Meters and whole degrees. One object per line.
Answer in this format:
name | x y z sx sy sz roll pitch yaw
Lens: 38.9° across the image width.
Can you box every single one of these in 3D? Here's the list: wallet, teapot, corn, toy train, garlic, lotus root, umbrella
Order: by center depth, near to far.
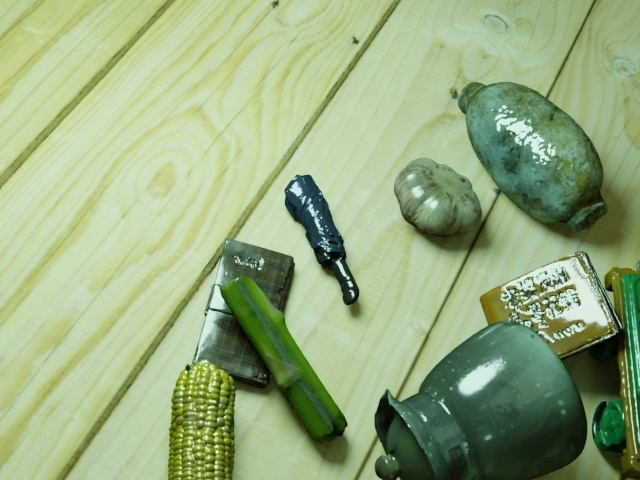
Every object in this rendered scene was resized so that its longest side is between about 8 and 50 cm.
corn | -0.160 0.308 1.236 0.101 0.101 0.291 1 57 -11
teapot | 0.210 0.298 1.298 0.285 0.305 0.223 -23 29 -16
toy train | 0.541 0.186 1.370 0.178 0.249 0.429 10 57 -6
wallet | -0.117 0.108 1.405 0.124 0.042 0.230 17 59 -8
wallet | 0.360 0.117 1.440 0.195 0.042 0.161 -26 57 19
umbrella | 0.005 0.001 1.494 0.071 0.071 0.248 -17 67 -21
garlic | 0.195 -0.069 1.549 0.159 0.102 0.147 27 42 -8
lotus root | 0.366 -0.167 1.605 0.175 0.175 0.349 -28 65 -26

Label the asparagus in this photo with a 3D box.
asparagus | -0.054 0.174 1.336 0.067 0.060 0.277 -26 79 -36
